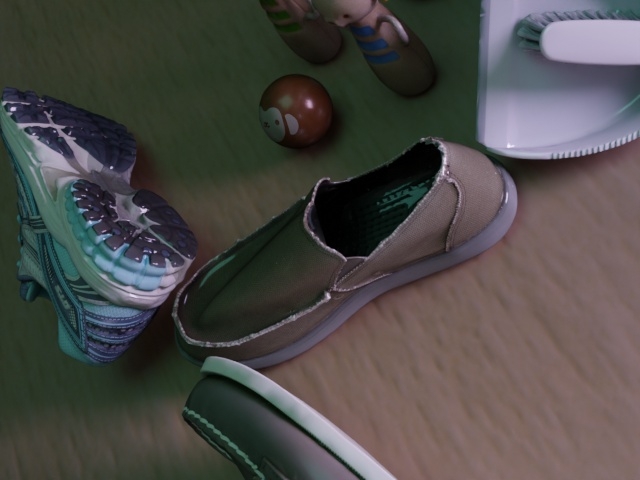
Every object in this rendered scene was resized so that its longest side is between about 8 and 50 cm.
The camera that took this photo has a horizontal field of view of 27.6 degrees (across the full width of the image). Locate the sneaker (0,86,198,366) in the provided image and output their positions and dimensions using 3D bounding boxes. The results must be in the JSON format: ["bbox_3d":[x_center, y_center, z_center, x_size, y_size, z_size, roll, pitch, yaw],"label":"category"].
[{"bbox_3d":[-0.194,-0.016,0.966,0.122,0.110,0.283,-61,35,19],"label":"sneaker"}]

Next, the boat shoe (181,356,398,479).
[{"bbox_3d":[0.016,0.166,0.723,0.305,0.109,0.091,31,78,36],"label":"boat shoe"}]

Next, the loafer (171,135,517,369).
[{"bbox_3d":[0.000,0.000,0.842,0.251,0.087,0.094,-30,52,15],"label":"loafer"}]

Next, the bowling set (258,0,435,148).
[{"bbox_3d":[0.010,-0.171,0.892,0.287,0.154,0.200,19,75,39],"label":"bowling set"}]

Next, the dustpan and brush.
[{"bbox_3d":[0.205,-0.120,0.787,0.211,0.060,0.147,1,101,0],"label":"dustpan and brush"}]
